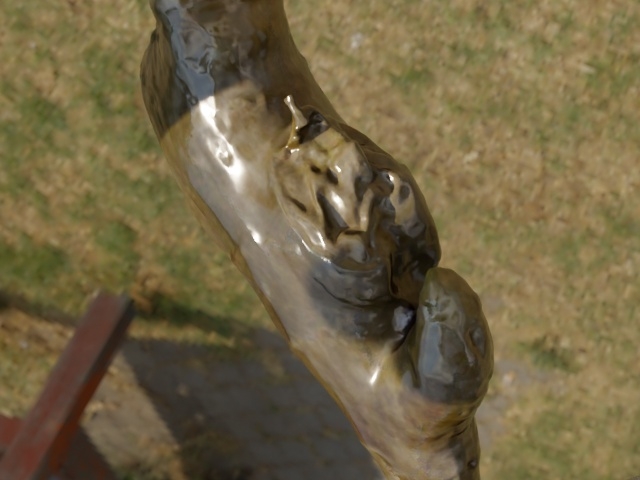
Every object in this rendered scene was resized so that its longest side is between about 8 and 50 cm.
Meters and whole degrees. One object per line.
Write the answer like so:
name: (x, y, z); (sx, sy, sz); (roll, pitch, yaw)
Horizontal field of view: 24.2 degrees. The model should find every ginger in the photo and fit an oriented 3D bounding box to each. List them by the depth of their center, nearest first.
ginger: (-0.001, -0.002, 0.672); (0.333, 0.080, 0.166); (64, 160, 1)

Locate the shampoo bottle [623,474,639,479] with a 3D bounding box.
shampoo bottle: (0.150, 0.116, 0.583); (0.214, 0.072, 0.072); (-21, 130, 3)
